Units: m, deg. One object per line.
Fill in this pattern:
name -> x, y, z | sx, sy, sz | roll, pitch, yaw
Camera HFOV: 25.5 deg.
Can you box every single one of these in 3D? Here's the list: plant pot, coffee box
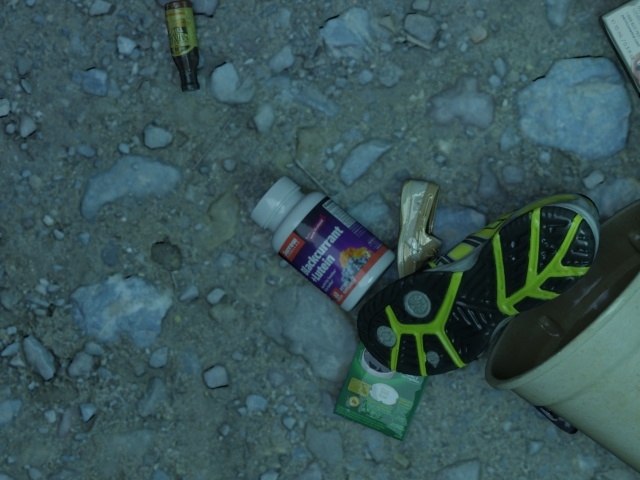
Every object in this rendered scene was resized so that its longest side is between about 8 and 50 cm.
plant pot -> 0.433, 0.158, 1.789 | 0.305, 0.334, 0.334 | 43, 101, -6
coffee box -> 0.102, 0.179, 2.000 | 0.113, 0.040, 0.184 | 21, 99, 8

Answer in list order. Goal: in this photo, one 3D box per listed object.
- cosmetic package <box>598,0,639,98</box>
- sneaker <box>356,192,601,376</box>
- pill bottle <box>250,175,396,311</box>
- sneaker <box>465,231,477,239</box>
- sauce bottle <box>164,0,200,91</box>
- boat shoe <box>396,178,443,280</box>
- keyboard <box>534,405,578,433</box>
cosmetic package -> 0.521, -0.304, 1.828 | 0.296, 0.153, 0.129 | -28, 91, 13
sneaker -> 0.217, 0.062, 1.879 | 0.385, 0.147, 0.145 | -29, 94, 32
pill bottle -> 0.000, 0.000, 1.970 | 0.193, 0.108, 0.108 | 40, 100, 5
sneaker -> 0.273, 0.016, 1.951 | 0.144, 0.053, 0.059 | -1, 97, 18
sauce bottle -> -0.194, -0.277, 2.017 | 0.042, 0.042, 0.128 | -10, 92, 11
boat shoe -> 0.141, 0.000, 1.967 | 0.059, 0.063, 0.170 | 2, 94, 16
keyboard -> 0.430, 0.139, 1.942 | 0.201, 0.033, 0.317 | 38, 101, 5
